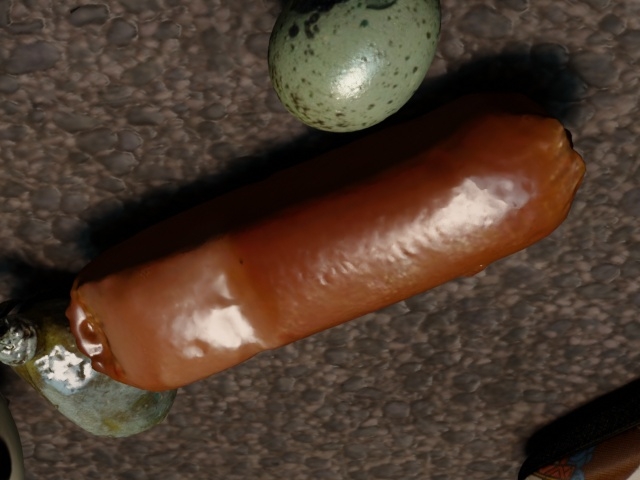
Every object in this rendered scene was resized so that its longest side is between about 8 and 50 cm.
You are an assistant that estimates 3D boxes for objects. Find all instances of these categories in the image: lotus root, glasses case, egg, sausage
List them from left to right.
[{"bbox_3d":[-0.158,0.078,1.275,0.088,0.088,0.165,-28,140,29],"label":"lotus root"},{"bbox_3d":[0.000,0.001,1.173,0.348,0.094,0.097,-22,108,22],"label":"sausage"},{"bbox_3d":[0.019,-0.108,1.042,0.085,0.085,0.110,21,132,-27],"label":"egg"},{"bbox_3d":[0.287,0.145,1.384,0.321,0.082,0.122,-29,137,31],"label":"glasses case"}]

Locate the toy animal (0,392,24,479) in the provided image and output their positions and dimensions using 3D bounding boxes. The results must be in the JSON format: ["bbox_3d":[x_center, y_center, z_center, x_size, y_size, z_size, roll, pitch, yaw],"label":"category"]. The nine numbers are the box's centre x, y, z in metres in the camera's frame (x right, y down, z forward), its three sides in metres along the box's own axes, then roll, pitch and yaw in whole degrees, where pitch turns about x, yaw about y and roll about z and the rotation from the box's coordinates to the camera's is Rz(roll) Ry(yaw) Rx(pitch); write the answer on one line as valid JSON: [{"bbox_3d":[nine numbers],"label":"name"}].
[{"bbox_3d":[-0.336,0.170,1.288,0.267,0.212,0.212,13,140,-8],"label":"toy animal"}]
